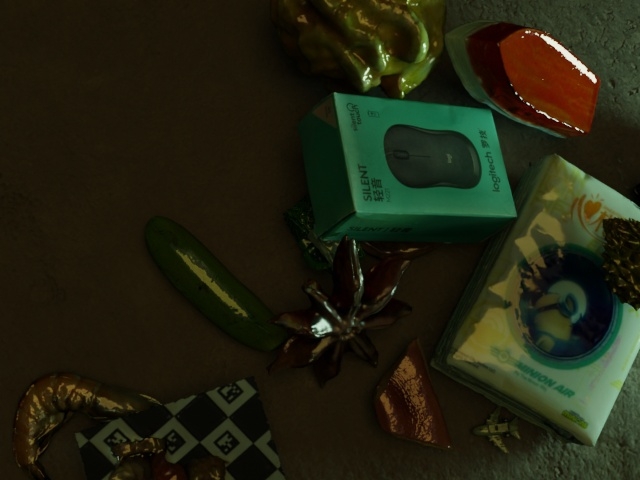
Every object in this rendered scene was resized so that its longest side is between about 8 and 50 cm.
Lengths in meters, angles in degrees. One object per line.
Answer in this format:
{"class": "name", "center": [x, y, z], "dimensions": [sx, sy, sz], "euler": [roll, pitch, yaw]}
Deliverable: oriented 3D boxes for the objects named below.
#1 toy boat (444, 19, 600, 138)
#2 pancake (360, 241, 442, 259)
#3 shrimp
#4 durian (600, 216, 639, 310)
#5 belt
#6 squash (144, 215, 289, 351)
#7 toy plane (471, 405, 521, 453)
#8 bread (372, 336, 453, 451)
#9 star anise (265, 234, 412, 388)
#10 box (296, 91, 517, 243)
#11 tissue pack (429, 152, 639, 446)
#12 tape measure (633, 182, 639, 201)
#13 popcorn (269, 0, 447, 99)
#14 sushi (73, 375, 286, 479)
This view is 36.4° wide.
{"class": "toy boat", "center": [0.317, -0.268, 1.586], "dimensions": [0.332, 0.133, 0.145], "euler": [19, 83, -45]}
{"class": "pancake", "center": [0.123, -0.084, 1.633], "dimensions": [0.250, 0.031, 0.250], "euler": [2, 79, -13]}
{"class": "shrimp", "center": [-0.345, 0.315, 1.504], "dimensions": [0.262, 0.051, 0.198], "euler": [13, 89, -9]}
{"class": "durian", "center": [0.498, 0.053, 1.470], "dimensions": [0.186, 0.119, 0.108], "euler": [42, 75, -7]}
{"class": "belt", "center": [0.000, 0.000, 1.550], "dimensions": [0.079, 0.121, 0.151], "euler": [-41, 59, -13]}
{"class": "squash", "center": [-0.171, 0.075, 1.541], "dimensions": [0.292, 0.082, 0.082], "euler": [44, 78, -1]}
{"class": "toy plane", "center": [0.291, 0.311, 1.605], "dimensions": [0.083, 0.033, 0.080], "euler": [-2, 71, -9]}
{"class": "bread", "center": [0.138, 0.262, 1.570], "dimensions": [0.119, 0.067, 0.192], "euler": [-14, 86, -19]}
{"class": "star anise", "center": [0.028, 0.118, 1.504], "dimensions": [0.288, 0.288, 0.088], "euler": [-33, 49, -12]}
{"class": "box", "center": [0.137, -0.108, 1.517], "dimensions": [0.311, 0.118, 0.205], "euler": [2, 65, -27]}
{"class": "tissue pack", "center": [0.388, 0.097, 1.586], "dimensions": [0.287, 0.162, 0.388], "euler": [30, 79, -7]}
{"class": "tape measure", "center": [0.647, -0.070, 1.679], "dimensions": [0.182, 0.107, 0.181], "euler": [-43, 84, -14]}
{"class": "popcorn", "center": [0.080, -0.385, 1.521], "dimensions": [0.325, 0.290, 0.321], "euler": [-32, 121, 21]}
{"class": "sushi", "center": [-0.197, 0.369, 1.490], "dimensions": [0.292, 0.059, 0.294], "euler": [-15, 102, -8]}
